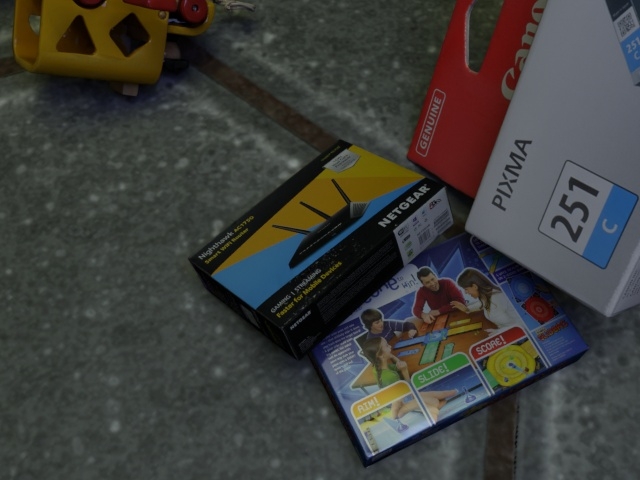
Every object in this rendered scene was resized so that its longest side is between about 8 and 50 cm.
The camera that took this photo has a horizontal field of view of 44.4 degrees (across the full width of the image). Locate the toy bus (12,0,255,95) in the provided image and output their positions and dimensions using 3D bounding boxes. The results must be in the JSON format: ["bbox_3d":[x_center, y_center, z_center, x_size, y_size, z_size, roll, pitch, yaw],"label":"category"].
[{"bbox_3d":[-0.186,-0.192,0.739,0.202,0.191,0.105,14,106,7],"label":"toy bus"}]

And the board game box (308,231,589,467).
[{"bbox_3d":[0.094,0.077,0.639,0.201,0.035,0.136,-23,65,-12],"label":"board game box"}]

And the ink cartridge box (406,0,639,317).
[{"bbox_3d":[0.176,-0.136,0.580,0.066,0.296,0.261,-10,36,-41],"label":"ink cartridge box"}]

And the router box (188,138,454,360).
[{"bbox_3d":[0.000,0.000,0.645,0.179,0.046,0.133,-40,43,-20],"label":"router box"}]
